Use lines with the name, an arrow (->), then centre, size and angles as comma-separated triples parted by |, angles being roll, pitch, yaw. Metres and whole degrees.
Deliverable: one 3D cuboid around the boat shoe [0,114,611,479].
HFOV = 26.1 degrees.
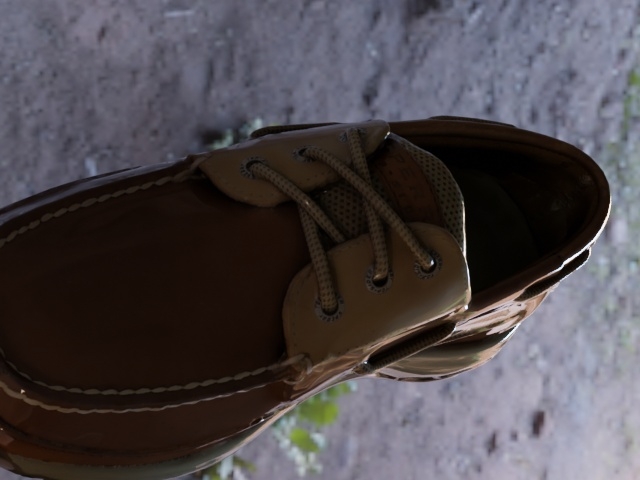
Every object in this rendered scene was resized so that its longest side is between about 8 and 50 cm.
boat shoe -> 0.000, 0.000, 0.540 | 0.324, 0.120, 0.122 | -13, 69, -49
